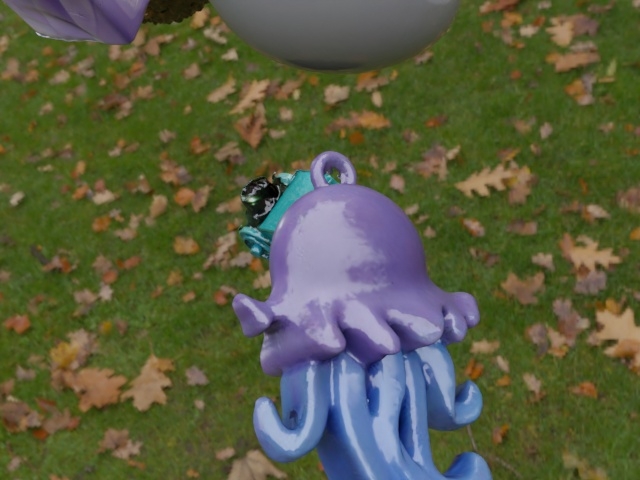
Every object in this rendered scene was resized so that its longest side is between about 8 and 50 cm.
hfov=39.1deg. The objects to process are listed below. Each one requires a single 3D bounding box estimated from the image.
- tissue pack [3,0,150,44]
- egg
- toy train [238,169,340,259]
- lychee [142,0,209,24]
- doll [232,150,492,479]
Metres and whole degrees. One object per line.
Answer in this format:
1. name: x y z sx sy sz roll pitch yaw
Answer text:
1. tissue pack: -0.279 -0.381 0.860 0.160 0.338 0.242 9 71 23
2. egg: 0.015 -0.237 0.813 0.232 0.176 0.176 13 46 -7
3. toy train: 0.000 0.000 1.029 0.154 0.198 0.107 12 63 50
4. lychee: -0.250 -0.458 1.324 0.267 0.267 0.267 -10 44 10
5. doll: 0.020 0.060 0.361 0.110 0.067 0.206 1 72 -33
